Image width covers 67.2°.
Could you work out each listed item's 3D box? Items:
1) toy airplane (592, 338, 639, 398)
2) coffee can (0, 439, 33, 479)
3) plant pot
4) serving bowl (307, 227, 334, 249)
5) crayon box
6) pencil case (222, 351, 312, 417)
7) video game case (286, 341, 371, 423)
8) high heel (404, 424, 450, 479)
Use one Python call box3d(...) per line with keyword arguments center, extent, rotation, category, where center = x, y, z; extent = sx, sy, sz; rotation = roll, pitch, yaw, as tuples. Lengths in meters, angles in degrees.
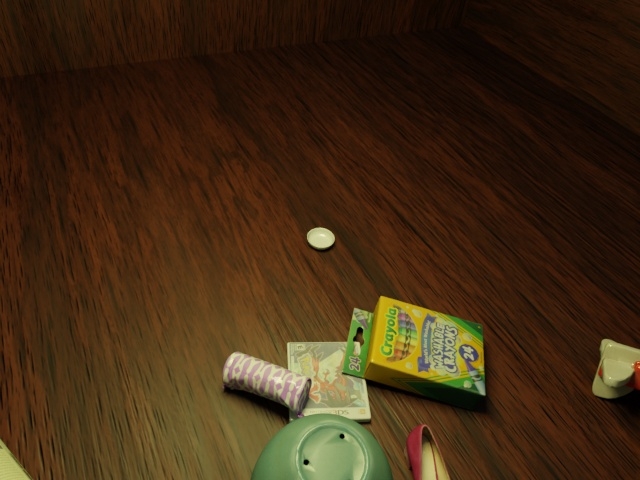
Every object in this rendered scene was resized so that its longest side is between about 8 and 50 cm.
box3d(center=(0.838, 0.354, 1.102), extent=(0.386, 0.272, 0.384), rotation=(-19, 13, -14), category="toy airplane")
box3d(center=(-0.637, 0.422, 0.820), extent=(0.275, 0.201, 0.201), rotation=(32, 49, 22), category="coffee can")
box3d(center=(0.010, 0.445, 0.898), extent=(0.290, 0.195, 0.290), rotation=(4, 45, -4), category="plant pot")
box3d(center=(0.000, 0.000, 1.461), extent=(0.083, 0.027, 0.083), rotation=(4, 44, -4), category="serving bowl")
box3d(center=(0.230, 0.262, 1.176), extent=(0.323, 0.083, 0.203), rotation=(15, 45, 1), category="crayon box")
box3d(center=(-0.122, 0.316, 1.071), extent=(0.206, 0.086, 0.088), rotation=(13, 81, 20), category="pencil case")
box3d(center=(0.015, 0.330, 1.136), extent=(0.184, 0.023, 0.201), rotation=(1, 45, -8), category="video game case")
box3d(center=(0.235, 0.490, 0.941), extent=(0.082, 0.117, 0.244), rotation=(-4, 46, -13), category="high heel")
